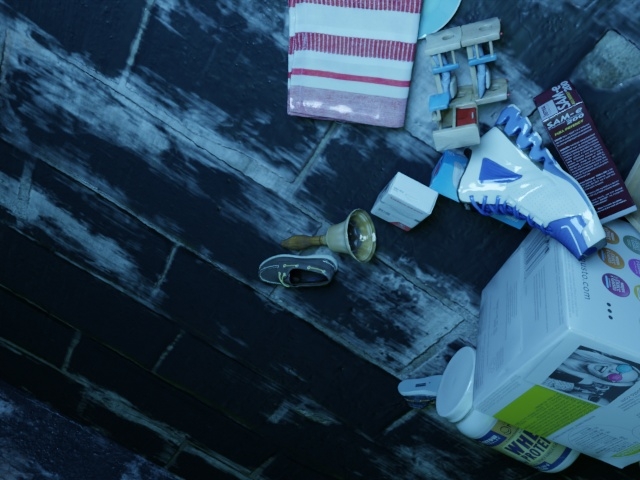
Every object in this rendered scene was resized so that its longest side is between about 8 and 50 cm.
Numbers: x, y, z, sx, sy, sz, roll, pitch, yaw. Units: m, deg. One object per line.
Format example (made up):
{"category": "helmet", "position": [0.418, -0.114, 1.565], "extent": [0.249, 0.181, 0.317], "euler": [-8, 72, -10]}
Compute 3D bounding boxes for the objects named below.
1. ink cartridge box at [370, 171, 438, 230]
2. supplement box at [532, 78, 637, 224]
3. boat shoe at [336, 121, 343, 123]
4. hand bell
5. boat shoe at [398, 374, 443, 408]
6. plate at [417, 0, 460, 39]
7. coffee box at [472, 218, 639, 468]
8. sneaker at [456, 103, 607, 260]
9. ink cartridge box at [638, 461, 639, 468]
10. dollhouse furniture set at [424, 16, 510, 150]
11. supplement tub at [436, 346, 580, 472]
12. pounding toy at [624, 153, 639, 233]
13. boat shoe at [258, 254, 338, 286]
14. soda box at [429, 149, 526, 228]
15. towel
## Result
{"category": "ink cartridge box", "position": [0.179, -0.081, 1.087], "extent": [0.099, 0.056, 0.135], "euler": [27, 162, -3]}
{"category": "supplement box", "position": [0.481, -0.161, 0.921], "extent": [0.073, 0.130, 0.239], "euler": [-28, 113, 29]}
{"category": "boat shoe", "position": [0.029, -0.301, 1.022], "extent": [0.049, 0.040, 0.142], "euler": [0, 125, 18]}
{"category": "hand bell", "position": [0.000, 0.000, 1.232], "extent": [0.242, 0.126, 0.126], "euler": [-7, 124, 36]}
{"category": "boat shoe", "position": [0.325, 0.445, 1.470], "extent": [0.184, 0.065, 0.083], "euler": [-12, 123, 32]}
{"category": "plate", "position": [0.156, -0.450, 0.882], "extent": [0.188, 0.024, 0.188], "euler": [10, 128, 13]}
{"category": "coffee box", "position": [0.540, 0.185, 0.998], "extent": [0.335, 0.337, 0.338], "euler": [21, 137, 1]}
{"category": "sneaker", "position": [0.359, -0.079, 0.921], "extent": [0.182, 0.315, 0.127], "euler": [-35, 151, 20]}
{"category": "ink cartridge box", "position": [0.847, 0.511, 1.256], "extent": [0.114, 0.197, 0.272], "euler": [-14, 120, 27]}
{"category": "dollhouse furniture set", "position": [0.255, -0.270, 0.867], "extent": [0.129, 0.183, 0.129], "euler": [-7, 134, 22]}
{"category": "supplement tub", "position": [0.484, 0.427, 1.294], "extent": [0.316, 0.228, 0.228], "euler": [25, 129, -1]}
{"category": "pounding toy", "position": [0.641, -0.079, 0.873], "extent": [0.094, 0.206, 0.181], "euler": [2, 128, -6]}
{"category": "boat shoe", "position": [-0.069, 0.084, 1.323], "extent": [0.228, 0.068, 0.081], "euler": [-7, 123, 23]}
{"category": "soda box", "position": [0.338, -0.107, 1.048], "extent": [0.210, 0.067, 0.071], "euler": [24, 129, 0]}
{"category": "towel", "position": [0.057, -0.372, 0.918], "extent": [0.237, 0.037, 0.328], "euler": [7, 126, 6]}
